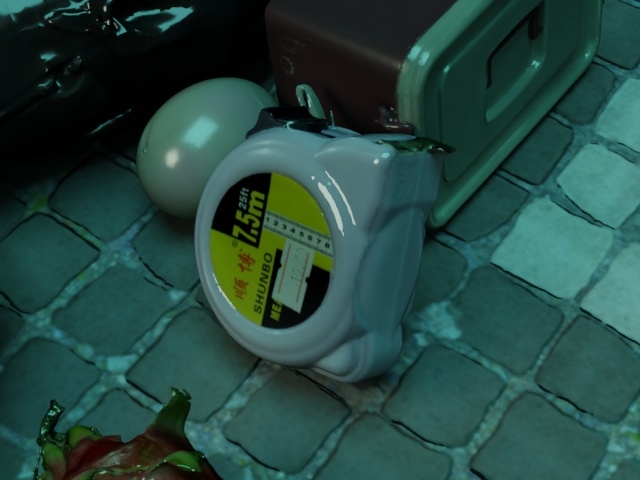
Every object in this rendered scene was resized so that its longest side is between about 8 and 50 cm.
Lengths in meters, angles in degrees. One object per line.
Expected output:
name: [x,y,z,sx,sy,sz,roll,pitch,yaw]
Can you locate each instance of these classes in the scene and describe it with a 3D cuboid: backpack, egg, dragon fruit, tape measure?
backpack: [-0.270,-0.213,1.044,0.445,0.255,0.363,-35,53,-19]
egg: [-0.087,-0.075,1.018,0.103,0.103,0.135,34,59,24]
dragon fruit: [-0.120,0.172,0.823,0.137,0.135,0.236,-25,38,-10]
tape measure: [-0.002,-0.004,0.919,0.178,0.196,0.105,27,23,32]

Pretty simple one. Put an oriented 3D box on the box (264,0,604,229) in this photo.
box: [0.096,-0.174,1.042,0.167,0.193,0.294,28,57,27]
